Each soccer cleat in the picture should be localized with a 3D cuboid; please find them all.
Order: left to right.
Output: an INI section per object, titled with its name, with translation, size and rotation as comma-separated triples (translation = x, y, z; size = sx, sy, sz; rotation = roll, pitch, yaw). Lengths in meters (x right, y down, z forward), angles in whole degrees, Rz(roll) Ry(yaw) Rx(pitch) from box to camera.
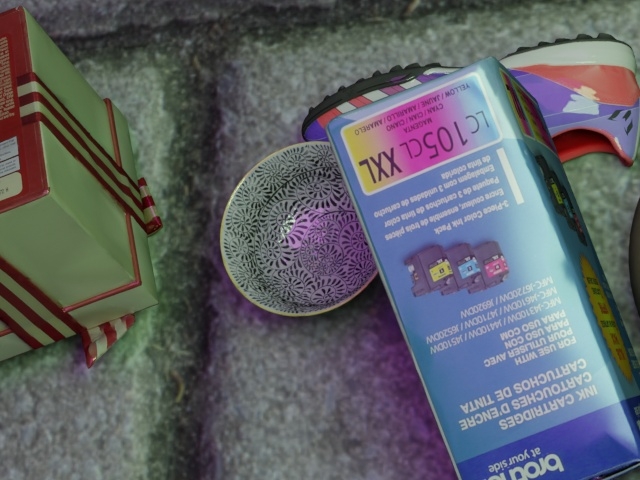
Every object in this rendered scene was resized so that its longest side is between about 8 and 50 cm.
[soccer cleat]
translation = 0.136, -0.101, 1.739
size = 0.318, 0.108, 0.116
rotation = -10, 72, 14

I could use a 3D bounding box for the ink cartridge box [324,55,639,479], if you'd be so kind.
[ink cartridge box]
translation = 0.163, 0.073, 1.541
size = 0.151, 0.270, 0.396
rotation = -21, 82, 12

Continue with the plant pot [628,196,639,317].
[plant pot]
translation = 0.372, 0.022, 1.500
size = 0.284, 0.191, 0.284
rotation = 2, 97, 19

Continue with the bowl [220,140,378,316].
[bowl]
translation = 0.000, 0.000, 1.764
size = 0.170, 0.080, 0.170
rotation = -7, 70, 19

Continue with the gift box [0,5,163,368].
[gift box]
translation = -0.310, -0.015, 1.783
size = 0.255, 0.258, 0.276
rotation = -16, 59, 14
